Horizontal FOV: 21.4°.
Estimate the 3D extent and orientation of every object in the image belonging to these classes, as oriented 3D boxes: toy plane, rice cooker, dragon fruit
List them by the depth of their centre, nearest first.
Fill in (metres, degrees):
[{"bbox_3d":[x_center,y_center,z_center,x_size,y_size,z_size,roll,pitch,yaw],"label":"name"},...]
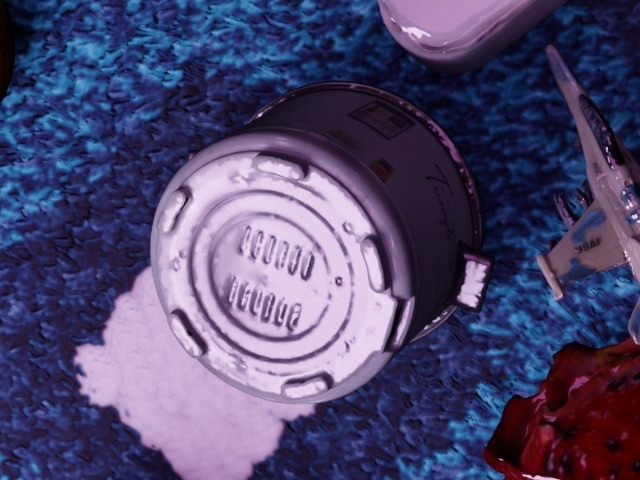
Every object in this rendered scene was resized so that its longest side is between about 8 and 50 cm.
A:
[{"bbox_3d":[0.000,0.000,1.390,0.281,0.227,0.241,18,114,17],"label":"rice cooker"},{"bbox_3d":[0.329,0.198,1.398,0.329,0.228,0.286,6,47,32],"label":"dragon fruit"},{"bbox_3d":[0.247,-0.045,1.417,0.192,0.088,0.262,-20,66,-14],"label":"toy plane"}]

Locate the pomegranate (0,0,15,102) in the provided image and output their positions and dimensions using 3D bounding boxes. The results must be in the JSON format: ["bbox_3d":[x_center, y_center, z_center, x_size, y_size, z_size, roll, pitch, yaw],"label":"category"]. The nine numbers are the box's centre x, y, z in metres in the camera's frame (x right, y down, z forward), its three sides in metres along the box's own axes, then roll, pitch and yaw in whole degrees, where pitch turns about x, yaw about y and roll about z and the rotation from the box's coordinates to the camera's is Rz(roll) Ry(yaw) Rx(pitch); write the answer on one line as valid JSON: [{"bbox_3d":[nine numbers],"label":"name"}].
[{"bbox_3d":[-0.376,-0.165,1.450,0.214,0.248,0.214,0,94,5],"label":"pomegranate"}]

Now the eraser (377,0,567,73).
[{"bbox_3d":[0.141,-0.288,1.406,0.331,0.150,0.331,0,88,9],"label":"eraser"}]
